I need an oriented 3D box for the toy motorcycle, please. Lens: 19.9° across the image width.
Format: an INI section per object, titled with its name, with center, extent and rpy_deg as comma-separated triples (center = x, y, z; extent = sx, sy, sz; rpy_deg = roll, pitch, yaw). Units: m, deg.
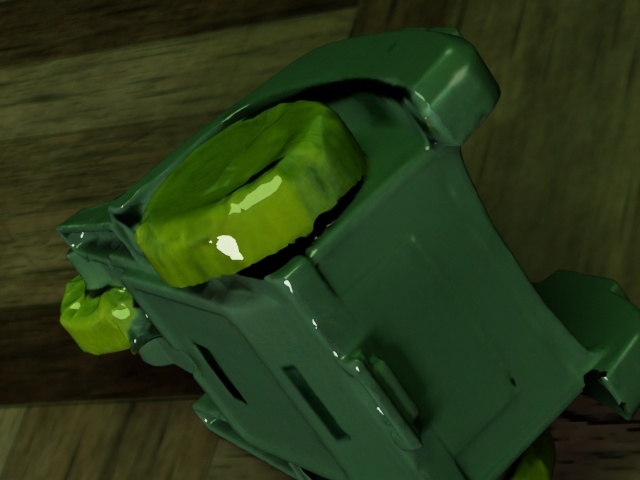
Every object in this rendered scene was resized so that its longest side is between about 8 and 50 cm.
[toy motorcycle]
center = 0.000, 0.000, 0.846
extent = 0.200, 0.191, 0.326
rpy_deg = -42, 23, -16
